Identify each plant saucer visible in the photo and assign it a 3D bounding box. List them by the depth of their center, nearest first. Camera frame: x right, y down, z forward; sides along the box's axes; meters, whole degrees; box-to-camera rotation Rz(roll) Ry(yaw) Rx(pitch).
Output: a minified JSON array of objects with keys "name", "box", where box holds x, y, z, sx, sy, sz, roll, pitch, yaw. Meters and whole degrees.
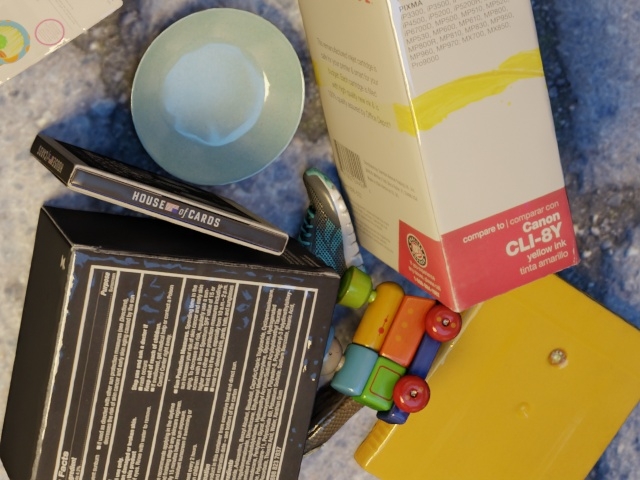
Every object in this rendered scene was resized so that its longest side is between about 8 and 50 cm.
[{"name":"plant saucer","box":[-0.113,-0.157,1.787,0.195,0.037,0.194,-6,109,-18]}]

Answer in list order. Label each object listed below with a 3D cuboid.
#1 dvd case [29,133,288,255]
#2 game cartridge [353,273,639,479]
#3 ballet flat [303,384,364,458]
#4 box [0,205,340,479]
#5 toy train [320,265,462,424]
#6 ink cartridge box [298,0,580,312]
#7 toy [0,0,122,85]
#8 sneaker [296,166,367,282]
[{"name":"dvd case","box":[-0.170,-0.048,1.721,0.239,0.179,0.029,19,95,-25]},{"name":"game cartridge","box":[0.237,0.199,2.033,0.285,0.052,0.323,32,96,-26]},{"name":"ballet flat","box":[0.045,0.181,1.935,0.250,0.084,0.058,-43,108,-10]},{"name":"box","box":[-0.169,0.134,1.779,0.294,0.183,0.296,7,103,-24]},{"name":"toy train","box":[0.083,0.068,1.857,0.143,0.105,0.248,27,79,-10]},{"name":"ink cartridge box","box":[0.112,-0.159,1.736,0.160,0.279,0.384,-21,113,-14]},{"name":"toy","box":[-0.318,-0.209,1.506,0.237,0.056,0.137,-34,126,2]},{"name":"sneaker","box":[0.000,0.000,1.869,0.076,0.065,0.166,-21,112,-9]}]
